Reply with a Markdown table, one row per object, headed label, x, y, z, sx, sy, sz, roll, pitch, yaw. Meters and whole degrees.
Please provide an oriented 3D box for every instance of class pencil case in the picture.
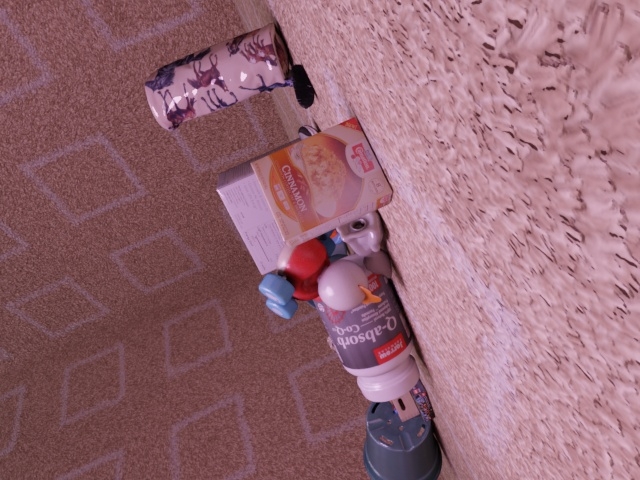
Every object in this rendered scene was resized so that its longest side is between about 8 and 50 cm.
| label | x | y | z | sx | sy | sz | roll | pitch | yaw |
| --- | --- | --- | --- | --- | --- | --- | --- | --- | --- |
| pencil case | -0.279 | -0.439 | 1.238 | 0.183 | 0.410 | 0.160 | 60 | -165 | -53 |

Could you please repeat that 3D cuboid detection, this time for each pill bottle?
| label | x | y | z | sx | sy | sz | roll | pitch | yaw |
| --- | --- | --- | --- | --- | --- | --- | --- | --- | --- |
| pill bottle | 0.127 | 0.233 | 1.214 | 0.210 | 0.210 | 0.363 | -118 | 4 | -79 |

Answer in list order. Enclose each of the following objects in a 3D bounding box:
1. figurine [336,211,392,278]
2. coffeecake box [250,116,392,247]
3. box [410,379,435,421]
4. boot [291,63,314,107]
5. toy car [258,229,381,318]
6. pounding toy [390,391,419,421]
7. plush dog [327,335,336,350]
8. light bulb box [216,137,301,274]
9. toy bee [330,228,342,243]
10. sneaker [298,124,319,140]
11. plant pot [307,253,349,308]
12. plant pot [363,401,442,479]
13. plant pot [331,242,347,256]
| label | x | y | z | sx | sy | sz | roll | pitch | yaw |
| --- | --- | --- | --- | --- | --- | --- | --- | --- | --- |
| figurine | 0.090 | -0.028 | 1.012 | 0.209 | 0.092 | 0.215 | 54 | -172 | -52 |
| coffeecake box | 0.003 | -0.093 | 0.731 | 0.068 | 0.185 | 0.142 | 69 | 177 | -78 |
| box | 0.335 | 0.517 | 1.634 | 0.233 | 0.044 | 0.159 | -115 | 1 | -57 |
| boot | -0.041 | -0.354 | 1.085 | 0.099 | 0.045 | 0.121 | 78 | 175 | -75 |
| toy car | 0.024 | 0.095 | 1.011 | 0.238 | 0.219 | 0.210 | 28 | 158 | 14 |
| pounding toy | 0.284 | 0.583 | 1.656 | 0.130 | 0.100 | 0.141 | 67 | 178 | -78 |
| plush dog | 0.153 | 0.329 | 1.646 | 0.225 | 0.262 | 0.211 | -98 | 3 | -75 |
| light bulb box | -0.122 | -0.131 | 1.583 | 0.225 | 0.361 | 0.358 | -112 | -1 | -64 |
| toy bee | 0.037 | -0.070 | 1.398 | 0.195 | 0.298 | 0.162 | 17 | -110 | -45 |
| sneaker | -0.015 | -0.213 | 1.268 | 0.100 | 0.108 | 0.272 | 63 | -176 | -68 |
| plant pot | 0.081 | 0.174 | 1.910 | 0.290 | 0.290 | 0.195 | 67 | -144 | -48 |
| plant pot | 0.327 | 0.817 | 1.851 | 0.341 | 0.341 | 0.334 | -115 | 9 | -49 |
| plant pot | 0.000 | 0.000 | 2.303 | 0.248 | 0.247 | 0.252 | -115 | 19 | -58 |
